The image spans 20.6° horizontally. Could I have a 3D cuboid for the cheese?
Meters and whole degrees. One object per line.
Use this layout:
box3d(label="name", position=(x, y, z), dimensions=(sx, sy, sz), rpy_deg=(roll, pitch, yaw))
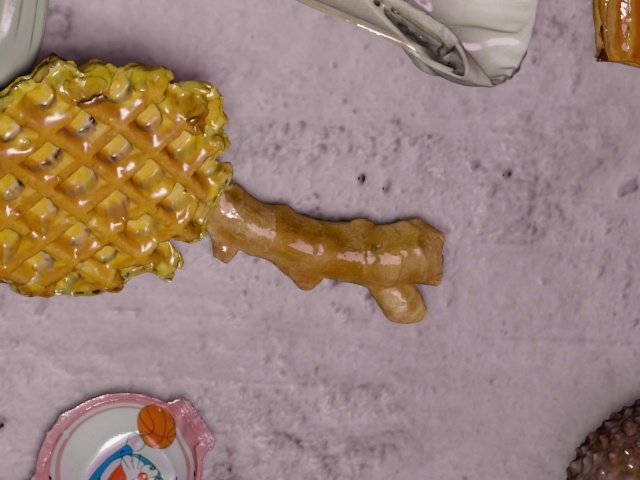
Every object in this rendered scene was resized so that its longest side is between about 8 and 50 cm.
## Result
box3d(label="cheese", position=(-0.246, 0.269, 1.895), dimensions=(0.286, 0.074, 0.189), rpy_deg=(-32, 110, -5))

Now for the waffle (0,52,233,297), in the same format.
box3d(label="waffle", position=(-0.244, -0.056, 1.746), dimensions=(0.325, 0.068, 0.302), rpy_deg=(-6, 134, -19))

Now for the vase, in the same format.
box3d(label="vase", position=(-0.314, -0.273, 1.699), dimensions=(0.128, 0.128, 0.248), rpy_deg=(12, 95, -20))

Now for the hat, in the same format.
box3d(label="hat", position=(0.083, -0.286, 1.820), dimensions=(0.301, 0.168, 0.257), rpy_deg=(15, 77, 3))

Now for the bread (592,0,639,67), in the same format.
box3d(label="bread", position=(0.415, -0.280, 1.932), dimensions=(0.235, 0.099, 0.210), rpy_deg=(-3, 106, -17))

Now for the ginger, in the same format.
box3d(label="ginger", position=(-0.001, 0.000, 1.902), dimensions=(0.299, 0.065, 0.118), rpy_deg=(19, 92, -18))

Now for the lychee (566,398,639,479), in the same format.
box3d(label="lychee", position=(0.428, 0.307, 2.008), dimensions=(0.300, 0.300, 0.300), rpy_deg=(-5, 106, -16))
